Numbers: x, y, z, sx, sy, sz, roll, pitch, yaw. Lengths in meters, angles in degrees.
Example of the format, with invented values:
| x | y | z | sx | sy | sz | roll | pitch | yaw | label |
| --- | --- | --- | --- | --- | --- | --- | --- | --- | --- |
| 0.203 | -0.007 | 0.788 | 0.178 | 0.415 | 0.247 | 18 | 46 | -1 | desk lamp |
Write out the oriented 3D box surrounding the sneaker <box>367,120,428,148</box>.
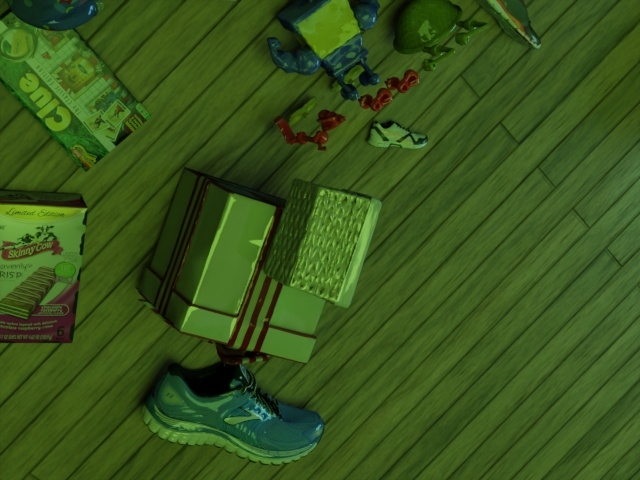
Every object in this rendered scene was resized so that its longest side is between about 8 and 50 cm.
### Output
| x | y | z | sx | sy | sz | roll | pitch | yaw | label |
| --- | --- | --- | --- | --- | --- | --- | --- | --- | --- |
| 0.134 | -0.180 | 1.927 | 0.109 | 0.040 | 0.043 | 0 | 109 | -23 | sneaker |

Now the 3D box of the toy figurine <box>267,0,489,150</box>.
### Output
| x | y | z | sx | sy | sz | roll | pitch | yaw | label |
| --- | --- | --- | --- | --- | --- | --- | --- | --- | --- |
| 0.048 | -0.331 | 1.753 | 0.363 | 0.191 | 0.217 | -37 | 115 | -6 | toy figurine |

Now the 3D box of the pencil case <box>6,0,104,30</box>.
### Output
| x | y | z | sx | sy | sz | roll | pitch | yaw | label |
| --- | --- | --- | --- | --- | --- | --- | --- | --- | --- |
| -0.321 | -0.413 | 1.510 | 0.133 | 0.119 | 0.306 | 14 | 136 | -21 | pencil case |

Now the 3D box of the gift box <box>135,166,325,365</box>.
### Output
| x | y | z | sx | sy | sz | roll | pitch | yaw | label |
| --- | --- | --- | --- | --- | --- | --- | --- | --- | --- |
| -0.148 | 0.044 | 1.795 | 0.276 | 0.255 | 0.258 | 17 | 95 | -23 | gift box |

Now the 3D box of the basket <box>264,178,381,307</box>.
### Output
| x | y | z | sx | sy | sz | roll | pitch | yaw | label |
| --- | --- | --- | --- | --- | --- | --- | --- | --- | --- |
| 0.000 | 0.000 | 1.653 | 0.103 | 0.113 | 0.167 | 16 | 93 | -27 | basket |

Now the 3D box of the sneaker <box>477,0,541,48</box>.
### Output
| x | y | z | sx | sy | sz | roll | pitch | yaw | label |
| --- | --- | --- | --- | --- | --- | --- | --- | --- | --- |
| 0.330 | -0.386 | 1.912 | 0.158 | 0.061 | 0.065 | 40 | 86 | -31 | sneaker |

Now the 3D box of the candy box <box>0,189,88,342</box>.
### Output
| x | y | z | sx | sy | sz | roll | pitch | yaw | label |
| --- | --- | --- | --- | --- | --- | --- | --- | --- | --- |
| -0.454 | 0.042 | 1.762 | 0.159 | 0.071 | 0.233 | 2 | 110 | -22 | candy box |

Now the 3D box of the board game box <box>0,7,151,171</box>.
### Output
| x | y | z | sx | sy | sz | roll | pitch | yaw | label |
| --- | --- | --- | --- | --- | --- | --- | --- | --- | --- |
| -0.386 | -0.237 | 1.699 | 0.136 | 0.030 | 0.259 | -40 | 120 | 0 | board game box |

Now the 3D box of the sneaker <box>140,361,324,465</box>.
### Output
| x | y | z | sx | sy | sz | roll | pitch | yaw | label |
| --- | --- | --- | --- | --- | --- | --- | --- | --- | --- |
| -0.134 | 0.288 | 1.962 | 0.330 | 0.130 | 0.147 | 15 | 107 | -26 | sneaker |
